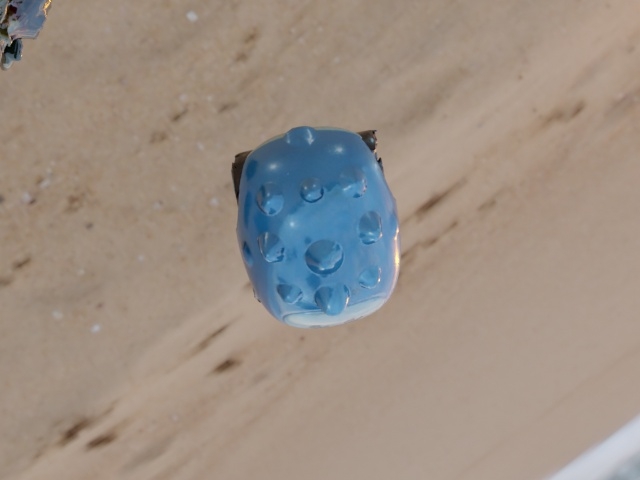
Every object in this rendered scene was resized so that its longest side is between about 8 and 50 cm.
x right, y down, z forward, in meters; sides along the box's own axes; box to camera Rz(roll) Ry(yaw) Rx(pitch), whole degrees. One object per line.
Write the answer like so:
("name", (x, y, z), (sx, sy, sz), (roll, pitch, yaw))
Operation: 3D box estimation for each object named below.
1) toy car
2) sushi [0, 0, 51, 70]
("toy car", (0.000, 0.000, 1.545), (0.189, 0.190, 0.255), (-9, 124, -1))
("sushi", (-0.456, -0.315, 1.707), (0.219, 0.225, 0.238), (-31, -170, -23))
